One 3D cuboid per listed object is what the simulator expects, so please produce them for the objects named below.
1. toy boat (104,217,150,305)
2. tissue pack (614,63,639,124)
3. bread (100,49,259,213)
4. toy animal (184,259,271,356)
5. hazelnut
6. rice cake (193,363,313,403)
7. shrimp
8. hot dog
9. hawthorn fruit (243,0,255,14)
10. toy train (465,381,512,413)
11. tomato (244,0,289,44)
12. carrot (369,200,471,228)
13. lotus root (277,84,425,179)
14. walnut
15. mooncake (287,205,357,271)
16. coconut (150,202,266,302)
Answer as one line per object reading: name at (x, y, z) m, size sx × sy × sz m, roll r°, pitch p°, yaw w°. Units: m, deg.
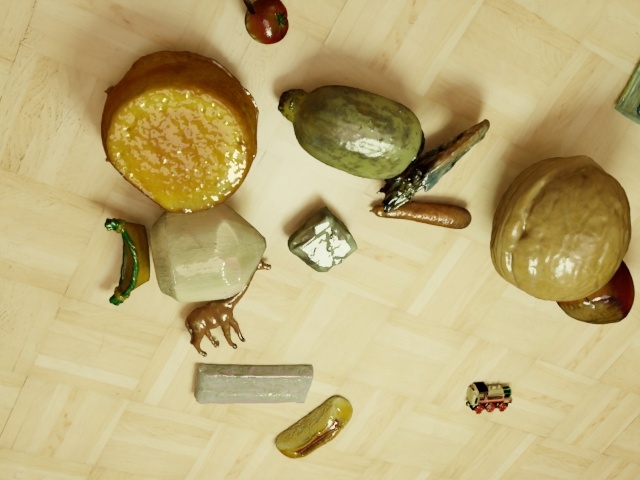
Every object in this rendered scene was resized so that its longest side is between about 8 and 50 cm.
toy boat at (-0.414, 0.045, 1.456) m, size 0.088 × 0.089 × 0.229 m, roll -10°, pitch 128°, yaw -24°
tissue pack at (0.894, -0.348, 1.480) m, size 0.388 × 0.162 × 0.287 m, roll 10°, pitch 121°, yaw -19°
bread at (-0.258, -0.197, 1.292) m, size 0.313 × 0.172 × 0.312 m, roll -5°, pitch 122°, yaw -8°
toy animal at (-0.209, 0.154, 1.588) m, size 0.225 × 0.066 × 0.229 m, roll -12°, pitch 118°, yaw -6°
hazelnut at (0.693, 0.107, 1.717) m, size 0.208 × 0.208 × 0.208 m, roll -6°, pitch 122°, yaw -10°
rice cake at (-0.168, 0.369, 1.738) m, size 0.298 × 0.050 × 0.106 m, roll 4°, pitch 121°, yaw -16°
shrimp at (0.243, -0.155, 1.438) m, size 0.289 × 0.178 × 0.075 m, roll -31°, pitch 91°, yaw 8°
hot dog at (-0.013, 0.522, 1.858) m, size 0.243 × 0.073 × 0.084 m, roll -37°, pitch 127°, yaw 11°
hawthorn fruit at (-0.152, -0.503, 1.105) m, size 0.254 × 0.254 × 0.300 m, roll -20°, pitch 142°, yaw -1°
toy train at (0.484, 0.445, 1.942) m, size 0.138 × 0.050 × 0.086 m, roll -1°, pitch 118°, yaw -13°
tomato at (-0.102, -0.404, 1.256) m, size 0.075 × 0.087 × 0.087 m, roll 8°, pitch 128°, yaw 27°
carrot at (0.234, -0.062, 1.566) m, size 0.248 × 0.059 × 0.059 m, roll 6°, pitch 120°, yaw -13°
lotus root at (0.061, -0.222, 1.373) m, size 0.310 × 0.173 × 0.173 m, roll 14°, pitch 117°, yaw -13°
walnut at (0.529, -0.028, 1.507) m, size 0.333 × 0.332 × 0.332 m, roll -6°, pitch 122°, yaw -10°
mooncake at (0.000, 0.000, 1.535) m, size 0.130 × 0.073 × 0.125 m, roll -38°, pitch 119°, yaw 9°
coconut at (-0.230, 0.025, 1.414) m, size 0.234 × 0.224 × 0.224 m, roll -7°, pitch 123°, yaw -15°
